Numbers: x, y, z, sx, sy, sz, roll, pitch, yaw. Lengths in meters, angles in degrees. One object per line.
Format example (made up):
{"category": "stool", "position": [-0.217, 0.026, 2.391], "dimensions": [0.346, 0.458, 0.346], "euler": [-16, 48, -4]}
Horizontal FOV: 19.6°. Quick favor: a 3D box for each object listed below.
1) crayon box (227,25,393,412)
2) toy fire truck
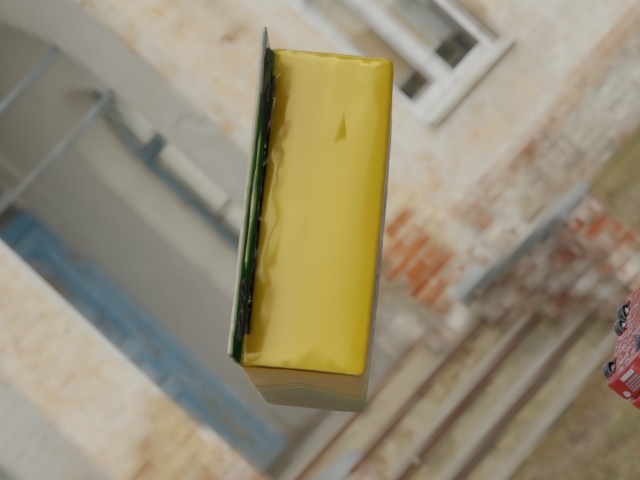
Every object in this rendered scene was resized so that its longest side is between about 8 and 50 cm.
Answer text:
{"category": "crayon box", "position": [0.000, 0.000, 1.235], "dimensions": [0.323, 0.083, 0.203], "euler": [75, -160, -80]}
{"category": "toy fire truck", "position": [0.301, 0.092, 1.486], "dimensions": [0.047, 0.135, 0.192], "euler": [-49, 7, 33]}
